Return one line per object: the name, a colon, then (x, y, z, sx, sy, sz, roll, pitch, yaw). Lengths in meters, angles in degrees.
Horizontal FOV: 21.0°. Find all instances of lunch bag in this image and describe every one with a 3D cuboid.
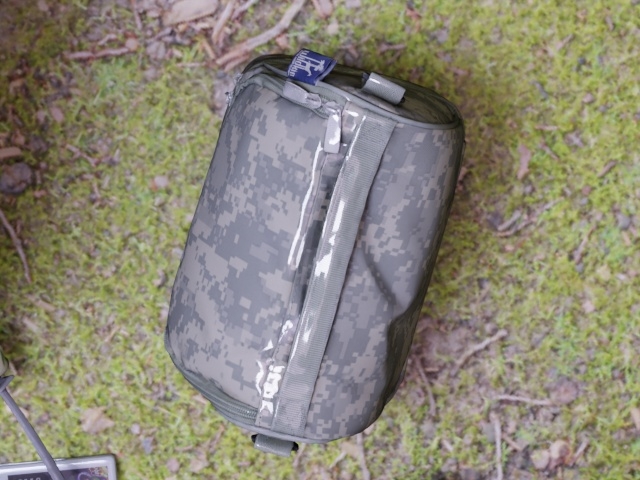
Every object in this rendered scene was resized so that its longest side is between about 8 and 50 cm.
lunch bag: (0.000, 0.000, 1.408, 0.213, 0.256, 0.305, 15, 100, -7)

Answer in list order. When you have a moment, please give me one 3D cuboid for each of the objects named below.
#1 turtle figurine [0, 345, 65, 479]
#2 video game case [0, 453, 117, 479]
turtle figurine: (-0.373, 0.094, 1.471, 0.198, 0.275, 0.266, -8, 76, 38)
video game case: (-0.264, 0.295, 1.561, 0.173, 0.022, 0.190, -5, 95, -3)
